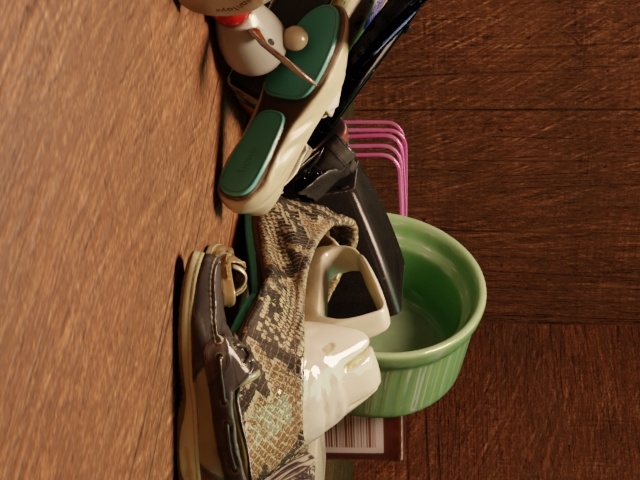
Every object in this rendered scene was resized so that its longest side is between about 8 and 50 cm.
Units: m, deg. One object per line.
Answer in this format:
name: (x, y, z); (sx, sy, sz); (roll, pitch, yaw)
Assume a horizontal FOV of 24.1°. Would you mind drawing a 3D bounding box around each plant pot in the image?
plant pot: (0.000, 0.000, 1.931); (0.188, 0.187, 0.167); (-79, 158, -68)

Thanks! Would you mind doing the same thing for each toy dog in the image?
toy dog: (-0.038, -0.259, 1.436); (0.333, 0.161, 0.220); (-44, 135, -84)

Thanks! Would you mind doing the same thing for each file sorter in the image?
file sorter: (0.051, -0.079, 2.448); (0.291, 0.182, 0.202); (-74, 163, -73)

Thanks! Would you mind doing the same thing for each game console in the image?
game console: (0.062, -0.219, 1.695); (0.213, 0.044, 0.361); (-54, -177, -10)

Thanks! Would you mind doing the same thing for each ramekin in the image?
ramekin: (0.075, 0.110, 2.127); (0.303, 0.303, 0.148); (-84, 180, -50)

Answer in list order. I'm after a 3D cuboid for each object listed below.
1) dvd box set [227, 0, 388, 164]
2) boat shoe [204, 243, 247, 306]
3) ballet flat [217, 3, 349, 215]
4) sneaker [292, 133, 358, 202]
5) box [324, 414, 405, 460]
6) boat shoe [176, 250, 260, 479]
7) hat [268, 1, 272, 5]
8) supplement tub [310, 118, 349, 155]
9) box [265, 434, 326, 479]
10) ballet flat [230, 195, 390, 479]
dvd box set: (0.011, -0.263, 1.845); (0.308, 0.062, 0.420); (-60, 173, -3)
boat shoe: (-0.095, 0.038, 1.476); (0.135, 0.045, 0.050); (-78, 167, -69)
ballet flat: (-0.030, -0.134, 1.603); (0.248, 0.086, 0.086); (-60, 171, -8)
sneaker: (-0.001, -0.084, 1.819); (0.051, 0.089, 0.170); (46, -2, 3)
box: (0.043, 0.176, 2.329); (0.381, 0.191, 0.143); (-82, 171, -62)
boat shoe: (-0.090, 0.121, 1.356); (0.080, 0.073, 0.224); (3, 88, -86)
hat: (-0.061, -0.362, 1.997); (0.173, 0.183, 0.208); (-54, 169, 8)
supplement tub: (-0.007, -0.088, 2.204); (0.106, 0.106, 0.198); (-85, 173, -49)
box: (-0.058, 0.295, 1.569); (0.275, 0.113, 0.094); (-86, 174, -51)
ballet flat: (-0.016, 0.095, 1.618); (0.483, 0.182, 0.164); (-82, 172, -59)
